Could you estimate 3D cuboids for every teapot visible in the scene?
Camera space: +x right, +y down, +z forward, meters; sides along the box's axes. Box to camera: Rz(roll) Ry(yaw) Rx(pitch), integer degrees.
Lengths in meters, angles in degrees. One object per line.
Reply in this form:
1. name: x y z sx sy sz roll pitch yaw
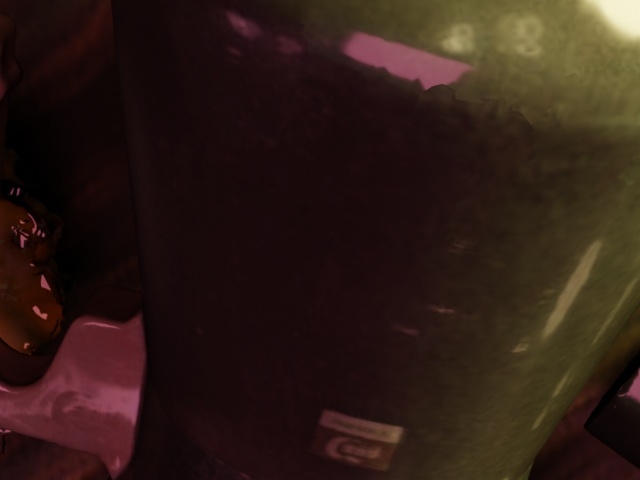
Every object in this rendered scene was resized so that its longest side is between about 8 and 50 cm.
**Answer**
1. teapot: 0.000 0.000 0.690 0.300 0.253 0.344 16 115 7

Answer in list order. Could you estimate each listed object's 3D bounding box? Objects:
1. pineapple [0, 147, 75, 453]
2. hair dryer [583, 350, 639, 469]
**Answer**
1. pineapple: -0.207 0.011 0.827 0.225 0.076 0.225 4 110 11
2. hair dryer: 0.231 0.018 0.745 0.114 0.070 0.248 37 103 0
